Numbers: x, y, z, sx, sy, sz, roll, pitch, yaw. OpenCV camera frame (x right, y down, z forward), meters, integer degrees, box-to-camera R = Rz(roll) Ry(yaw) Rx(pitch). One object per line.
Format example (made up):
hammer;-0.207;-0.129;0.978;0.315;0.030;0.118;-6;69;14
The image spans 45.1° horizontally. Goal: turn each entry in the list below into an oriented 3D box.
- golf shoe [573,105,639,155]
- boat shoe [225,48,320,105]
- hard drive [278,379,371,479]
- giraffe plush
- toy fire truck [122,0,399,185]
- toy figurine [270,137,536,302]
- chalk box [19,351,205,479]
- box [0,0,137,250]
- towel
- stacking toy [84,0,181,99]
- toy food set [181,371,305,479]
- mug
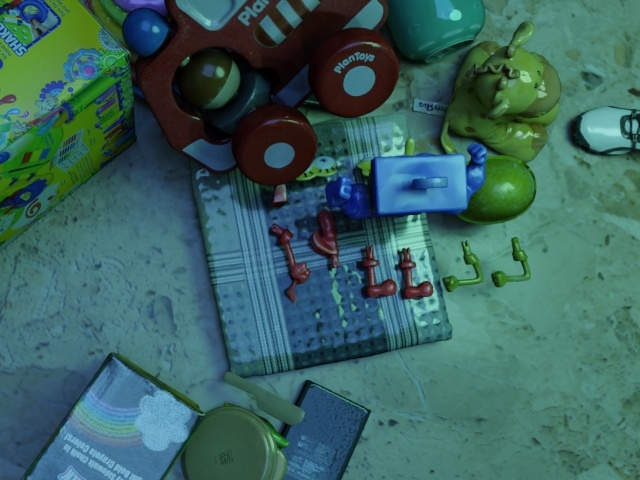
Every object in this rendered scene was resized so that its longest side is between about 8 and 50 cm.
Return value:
golf shoe;0.472;-0.166;1.125;0.198;0.094;0.077;2;82;-10
boat shoe;-0.046;-0.214;1.051;0.206;0.075;0.065;20;121;-14
hard drive;-0.004;0.260;0.990;0.094;0.022;0.135;27;77;-6
giraffe plush;0.252;-0.206;1.044;0.210;0.170;0.182;-8;83;-13
toy fire truck;-0.078;-0.220;0.865;0.302;0.169;0.254;-40;133;18
toy figurine;0.130;-0.031;0.914;0.362;0.217;0.191;-1;83;-10
chalk box;-0.247;0.252;0.886;0.132;0.132;0.213;35;77;-5
box;-0.365;-0.126;0.839;0.279;0.290;0.177;-44;91;-16
towel;0.000;0.000;1.027;0.312;0.056;0.324;-10;85;-10
stacking toy;-0.202;-0.293;0.894;0.175;0.302;0.166;27;77;-6
toy food set;-0.108;0.270;0.953;0.132;0.038;0.192;27;83;15
mug;0.173;-0.310;1.065;0.157;0.129;0.097;-20;89;-15
